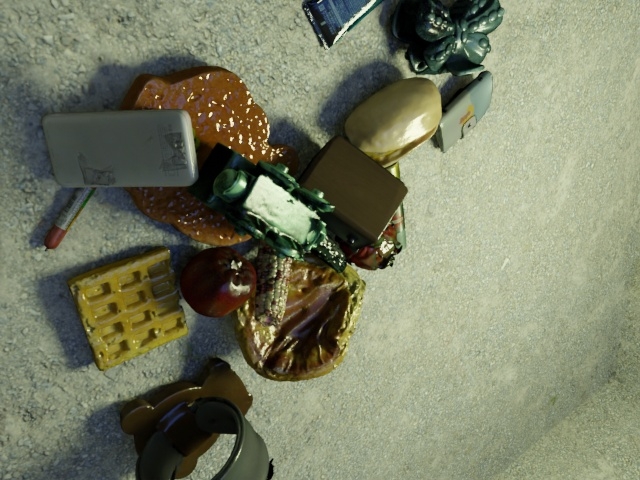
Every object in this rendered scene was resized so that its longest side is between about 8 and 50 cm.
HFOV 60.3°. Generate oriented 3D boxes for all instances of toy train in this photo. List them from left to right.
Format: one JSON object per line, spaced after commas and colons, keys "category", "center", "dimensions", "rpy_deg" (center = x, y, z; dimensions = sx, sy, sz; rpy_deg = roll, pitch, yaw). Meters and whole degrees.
{"category": "toy train", "center": [-0.117, -0.081, 1.161], "dimensions": [0.299, 0.238, 0.167], "rpy_deg": [34, 89, -45]}

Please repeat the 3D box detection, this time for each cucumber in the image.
{"category": "cucumber", "center": [0.002, -0.003, 1.383], "dimensions": [0.062, 0.078, 0.211], "rpy_deg": [-36, 129, 20]}

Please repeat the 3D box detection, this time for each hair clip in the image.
{"category": "hair clip", "center": [0.329, -0.531, 1.434], "dimensions": [0.310, 0.194, 0.206], "rpy_deg": [-16, 108, -29]}

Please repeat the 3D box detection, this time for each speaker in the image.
{"category": "speaker", "center": [0.062, -0.114, 1.356], "dimensions": [0.231, 0.153, 0.192], "rpy_deg": [36, 75, -8]}

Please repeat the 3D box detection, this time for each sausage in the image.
{"category": "sausage", "center": [-0.490, -0.071, 1.106], "dimensions": [0.029, 0.029, 0.223], "rpy_deg": [35, 88, -42]}

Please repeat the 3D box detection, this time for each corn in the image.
{"category": "corn", "center": [-0.113, 0.069, 1.347], "dimensions": [0.092, 0.092, 0.280], "rpy_deg": [30, 54, -42]}

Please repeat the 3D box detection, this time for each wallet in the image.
{"category": "wallet", "center": [0.420, -0.380, 1.637], "dimensions": [0.231, 0.069, 0.170], "rpy_deg": [-44, 148, -8]}

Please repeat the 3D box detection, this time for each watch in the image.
{"category": "watch", "center": [-0.275, 0.506, 1.350], "dimensions": [0.335, 0.327, 0.314], "rpy_deg": [-37, 129, -19]}

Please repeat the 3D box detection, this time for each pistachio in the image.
{"category": "pistachio", "center": [0.191, -0.312, 1.436], "dimensions": [0.299, 0.187, 0.187], "rpy_deg": [-35, 128, -13]}

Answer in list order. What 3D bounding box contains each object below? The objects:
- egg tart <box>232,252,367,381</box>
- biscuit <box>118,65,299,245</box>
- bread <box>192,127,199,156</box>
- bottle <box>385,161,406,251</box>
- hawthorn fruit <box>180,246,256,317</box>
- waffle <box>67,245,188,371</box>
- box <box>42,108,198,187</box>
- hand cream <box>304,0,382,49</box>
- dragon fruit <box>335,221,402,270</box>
{"category": "egg tart", "center": [-0.070, 0.194, 1.452], "dimensions": [0.339, 0.153, 0.351], "rpy_deg": [13, 77, -10]}
{"category": "biscuit", "center": [-0.251, -0.173, 1.214], "dimensions": [0.350, 0.078, 0.455], "rpy_deg": [-49, 132, -12]}
{"category": "bread", "center": [-0.302, -0.178, 1.086], "dimensions": [0.130, 0.071, 0.139], "rpy_deg": [19, 100, -46]}
{"category": "bottle", "center": [0.199, -0.096, 1.593], "dimensions": [0.082, 0.082, 0.286], "rpy_deg": [-28, 126, -24]}
{"category": "hawthorn fruit", "center": [-0.247, 0.106, 1.294], "dimensions": [0.169, 0.169, 0.188], "rpy_deg": [13, 138, -41]}
{"category": "waffle", "center": [-0.427, 0.152, 1.246], "dimensions": [0.221, 0.055, 0.248], "rpy_deg": [-21, 123, -29]}
{"category": "box", "center": [-0.372, -0.168, 1.024], "dimensions": [0.285, 0.044, 0.142], "rpy_deg": [1, 114, 9]}
{"category": "hand cream", "center": [0.089, -0.577, 1.299], "dimensions": [0.270, 0.061, 0.120], "rpy_deg": [-41, 129, -8]}
{"category": "dragon fruit", "center": [0.130, -0.005, 1.522], "dimensions": [0.182, 0.188, 0.182], "rpy_deg": [-29, 166, -8]}
